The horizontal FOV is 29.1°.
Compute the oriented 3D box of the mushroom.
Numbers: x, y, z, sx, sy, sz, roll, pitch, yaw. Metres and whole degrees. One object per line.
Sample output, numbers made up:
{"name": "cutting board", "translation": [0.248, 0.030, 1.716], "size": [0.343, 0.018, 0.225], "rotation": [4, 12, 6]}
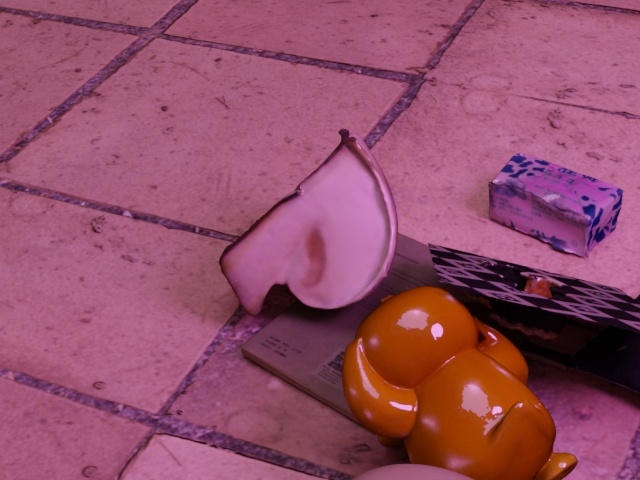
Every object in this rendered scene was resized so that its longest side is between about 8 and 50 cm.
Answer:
{"name": "mushroom", "translation": [0.014, 0.004, 1.491], "size": [0.162, 0.236, 0.173], "rotation": [50, 12, 8]}

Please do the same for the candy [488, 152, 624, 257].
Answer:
{"name": "candy", "translation": [0.300, -0.049, 1.596], "size": [0.160, 0.073, 0.092], "rotation": [25, 47, 33]}

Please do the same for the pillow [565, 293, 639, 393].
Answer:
{"name": "pillow", "translation": [0.392, 0.107, 1.397], "size": [0.141, 0.055, 0.208], "rotation": [17, 40, 40]}

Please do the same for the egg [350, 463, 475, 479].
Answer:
{"name": "egg", "translation": [0.097, 0.292, 1.070], "size": [0.186, 0.186, 0.241], "rotation": [-26, 40, -26]}

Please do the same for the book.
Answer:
{"name": "book", "translation": [0.072, 0.096, 1.468], "size": [0.215, 0.025, 0.282], "rotation": [27, 48, 34]}

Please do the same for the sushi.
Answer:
{"name": "sushi", "translation": [0.238, 0.075, 1.348], "size": [0.264, 0.050, 0.290], "rotation": [13, 8, -2]}

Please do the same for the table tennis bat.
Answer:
{"name": "table tennis bat", "translation": [0.209, 0.116, 1.416], "size": [0.158, 0.014, 0.095], "rotation": [18, 44, 15]}

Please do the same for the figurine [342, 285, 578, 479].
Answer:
{"name": "figurine", "translation": [0.135, 0.165, 1.227], "size": [0.215, 0.215, 0.228], "rotation": [-27, 44, -27]}
